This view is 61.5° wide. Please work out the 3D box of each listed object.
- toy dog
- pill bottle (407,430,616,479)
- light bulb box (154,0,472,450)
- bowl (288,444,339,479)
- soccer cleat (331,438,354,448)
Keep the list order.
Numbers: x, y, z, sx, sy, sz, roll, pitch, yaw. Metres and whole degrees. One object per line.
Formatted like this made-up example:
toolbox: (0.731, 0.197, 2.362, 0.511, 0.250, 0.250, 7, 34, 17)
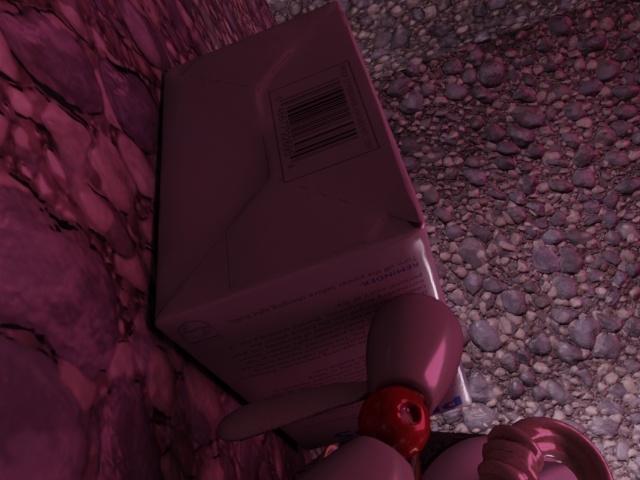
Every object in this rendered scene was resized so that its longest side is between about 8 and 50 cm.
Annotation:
toy dog: (0.006, 0.186, 0.327, 0.334, 0.161, 0.220, -24, 63, -43)
pill bottle: (0.157, 0.318, 0.583, 0.363, 0.210, 0.210, 132, -56, -67)
light bulb box: (0.000, 0.000, 0.631, 0.361, 0.226, 0.357, 61, 13, -50)
bowl: (-0.005, 0.284, 0.492, 0.170, 0.080, 0.170, -18, 90, -83)
soccer cleat: (0.070, 0.360, 0.835, 0.116, 0.109, 0.318, 20, 52, -54)
